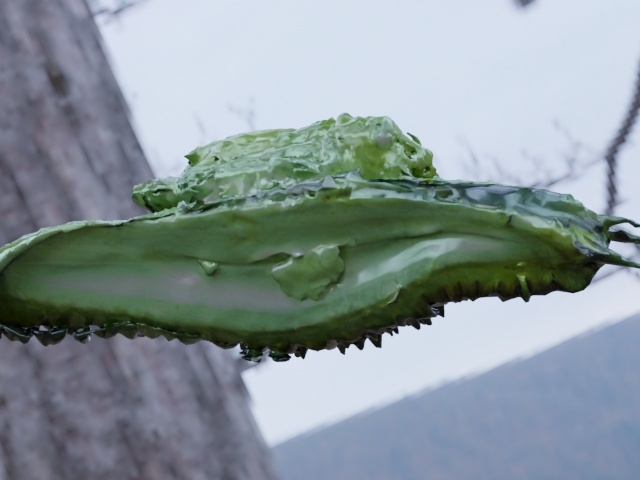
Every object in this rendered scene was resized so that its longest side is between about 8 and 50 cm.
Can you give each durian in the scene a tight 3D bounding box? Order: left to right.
[{"bbox_3d":[0.000,0.006,0.934,0.375,0.132,0.106,-7,22,8],"label":"durian"}]
